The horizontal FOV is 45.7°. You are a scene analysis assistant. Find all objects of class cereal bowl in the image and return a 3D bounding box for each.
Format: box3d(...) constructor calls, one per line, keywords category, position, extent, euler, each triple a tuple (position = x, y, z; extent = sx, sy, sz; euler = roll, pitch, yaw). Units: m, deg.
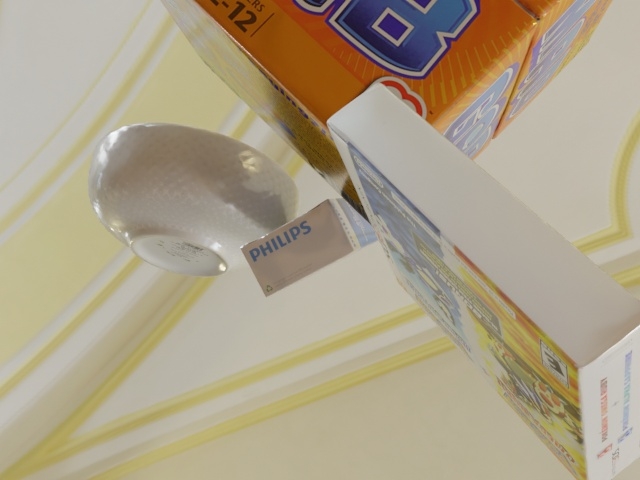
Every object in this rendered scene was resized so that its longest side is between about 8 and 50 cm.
box3d(category="cereal bowl", position=(-0.208, -0.036, 1.199), extent=(0.338, 0.339, 0.141), euler=(-2, -117, 27))

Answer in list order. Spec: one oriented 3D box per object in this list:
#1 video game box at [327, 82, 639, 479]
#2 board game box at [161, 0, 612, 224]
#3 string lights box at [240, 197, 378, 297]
box3d(category="video game box", position=(0.097, 0.030, 0.442), extent=(0.048, 0.187, 0.205), euler=(-38, -128, -4))
box3d(category="board game box", position=(0.068, -0.267, 0.793), extent=(0.356, 0.356, 0.356), euler=(-45, -100, -1))
box3d(category="string lights box", position=(0.000, 0.000, 1.056), extent=(0.133, 0.259, 0.077), euler=(-28, -92, 15))
